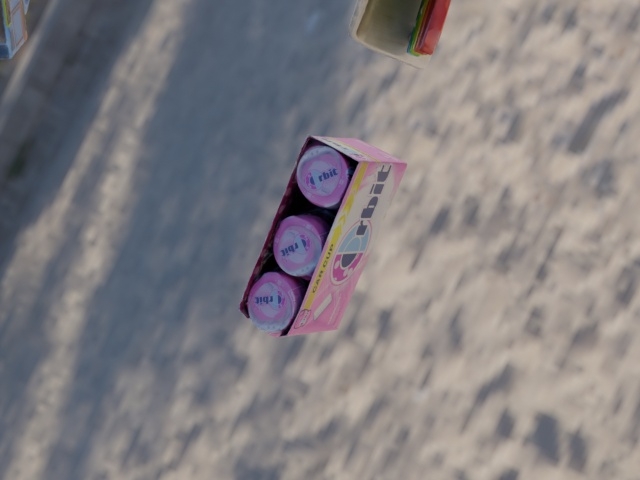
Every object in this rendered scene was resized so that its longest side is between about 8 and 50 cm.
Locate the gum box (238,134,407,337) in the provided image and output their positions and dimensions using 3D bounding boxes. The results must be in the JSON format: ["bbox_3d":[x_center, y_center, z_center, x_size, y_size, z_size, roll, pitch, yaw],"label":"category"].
[{"bbox_3d":[0.000,0.000,1.839,0.107,0.062,0.188,-3,-62,-64],"label":"gum box"}]

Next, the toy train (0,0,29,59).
[{"bbox_3d":[-0.235,-0.208,1.309,0.105,0.080,0.184,-87,-6,-69],"label":"toy train"}]

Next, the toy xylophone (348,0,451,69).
[{"bbox_3d":[0.094,-0.266,1.649,0.323,0.081,0.236,-172,99,-88],"label":"toy xylophone"}]
